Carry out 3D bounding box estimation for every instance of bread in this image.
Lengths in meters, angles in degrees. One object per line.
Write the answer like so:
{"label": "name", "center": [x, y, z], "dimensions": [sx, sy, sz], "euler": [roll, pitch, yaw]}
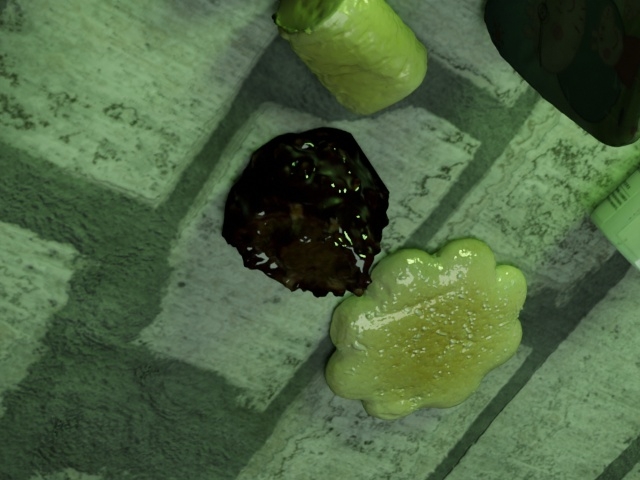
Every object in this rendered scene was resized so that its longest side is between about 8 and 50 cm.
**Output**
{"label": "bread", "center": [0.154, 0.132, 2.069], "dimensions": [0.316, 0.054, 0.316], "euler": [-11, 128, -14]}

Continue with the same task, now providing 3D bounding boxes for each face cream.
{"label": "face cream", "center": [0.544, -0.110, 1.985], "dimensions": [0.370, 0.145, 0.145], "euler": [-45, 130, 14]}

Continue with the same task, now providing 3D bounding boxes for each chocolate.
{"label": "chocolate", "center": [0.000, 0.000, 1.816], "dimensions": [0.206, 0.177, 0.224], "euler": [-33, 130, 3]}

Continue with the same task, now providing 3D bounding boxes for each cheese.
{"label": "cheese", "center": [0.037, -0.228, 1.703], "dimensions": [0.123, 0.093, 0.167], "euler": [-32, 133, 15]}

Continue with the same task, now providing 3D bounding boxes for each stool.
{"label": "stool", "center": [0.370, -0.299, 1.669], "dimensions": [0.226, 0.310, 0.310], "euler": [-8, 130, -29]}
